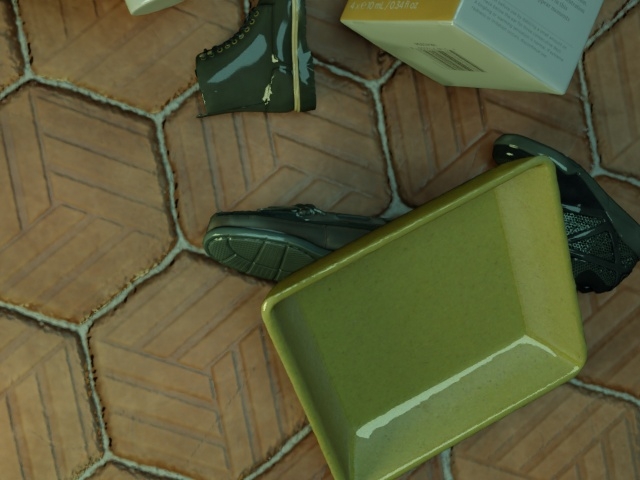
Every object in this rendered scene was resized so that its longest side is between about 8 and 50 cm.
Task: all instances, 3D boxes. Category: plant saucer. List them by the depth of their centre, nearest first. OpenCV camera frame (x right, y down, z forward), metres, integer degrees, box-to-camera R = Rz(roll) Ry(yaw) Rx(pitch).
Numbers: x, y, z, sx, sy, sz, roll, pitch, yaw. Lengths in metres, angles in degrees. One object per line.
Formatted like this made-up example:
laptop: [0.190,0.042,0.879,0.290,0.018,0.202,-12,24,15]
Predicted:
plant saucer: [0.115,0.087,1.181,0.332,0.081,0.333,-27,130,-9]

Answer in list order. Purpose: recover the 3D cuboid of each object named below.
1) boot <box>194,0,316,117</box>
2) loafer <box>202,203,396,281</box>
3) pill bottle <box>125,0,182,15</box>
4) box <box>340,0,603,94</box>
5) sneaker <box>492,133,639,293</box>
boot: [-0.084,-0.235,1.201,0.137,0.077,0.198,-8,92,-5]
loafer: [0.000,0.000,1.222,0.267,0.096,0.084,11,59,-14]
pill bottle: [-0.199,-0.343,1.154,0.112,0.112,0.187,-22,95,-9]
box: [0.201,-0.350,1.153,0.168,0.215,0.345,25,86,-31]
sneaker: [0.270,-0.018,1.259,0.227,0.087,0.130,42,78,-14]
